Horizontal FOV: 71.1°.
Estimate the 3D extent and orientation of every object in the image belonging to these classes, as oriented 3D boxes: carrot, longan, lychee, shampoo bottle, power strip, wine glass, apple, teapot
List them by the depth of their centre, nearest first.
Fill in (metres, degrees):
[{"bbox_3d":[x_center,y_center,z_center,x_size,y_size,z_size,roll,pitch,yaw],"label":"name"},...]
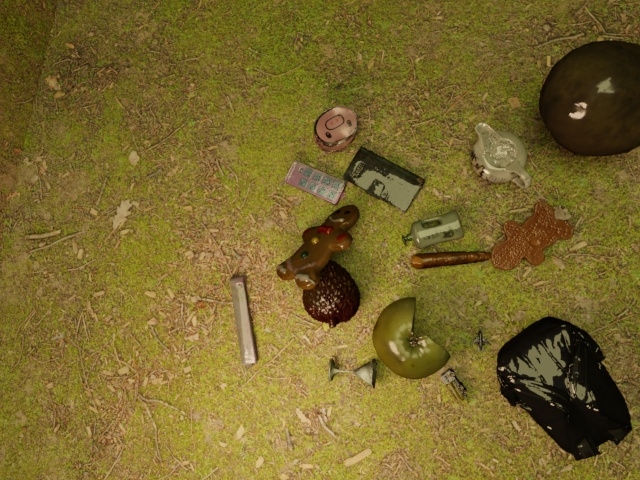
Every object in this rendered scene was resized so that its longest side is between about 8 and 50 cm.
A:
[{"bbox_3d":[0.998,-0.502,1.602,0.436,0.404,0.403,3,81,-12],"label":"longan"},{"bbox_3d":[0.315,0.374,1.662,0.234,0.258,0.295,-30,77,6],"label":"apple"},{"bbox_3d":[0.714,-0.320,1.754,0.208,0.166,0.299,-35,66,-8],"label":"teapot"},{"bbox_3d":[0.040,0.208,1.755,0.236,0.236,0.271,-14,68,8],"label":"lychee"},{"bbox_3d":[0.126,0.516,1.758,0.183,0.122,0.122,-1,81,17],"label":"wine glass"},{"bbox_3d":[0.520,0.075,1.773,0.315,0.066,0.066,-4,81,8],"label":"carrot"},{"bbox_3d":[0.441,-0.036,1.790,0.234,0.087,0.118,-16,81,8],"label":"shampoo bottle"},{"bbox_3d":[-0.020,-0.250,1.935,0.279,0.037,0.109,25,87,13],"label":"power strip"}]

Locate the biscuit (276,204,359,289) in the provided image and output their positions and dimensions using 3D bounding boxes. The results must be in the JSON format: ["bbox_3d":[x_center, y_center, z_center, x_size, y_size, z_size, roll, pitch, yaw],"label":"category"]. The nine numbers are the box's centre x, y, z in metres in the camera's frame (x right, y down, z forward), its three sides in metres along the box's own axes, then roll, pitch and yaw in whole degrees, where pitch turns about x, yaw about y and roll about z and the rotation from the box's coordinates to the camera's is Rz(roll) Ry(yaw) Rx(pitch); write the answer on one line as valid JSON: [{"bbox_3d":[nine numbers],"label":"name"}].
[{"bbox_3d":[0.000,-0.001,1.789,0.432,0.064,0.283,-50,34,-20],"label":"biscuit"}]

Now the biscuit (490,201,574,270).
[{"bbox_3d":[0.796,-0.004,1.733,0.324,0.049,0.205,-41,82,-3],"label":"biscuit"}]

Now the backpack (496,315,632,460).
[{"bbox_3d":[0.846,0.513,1.553,0.363,0.255,0.445,-40,79,9],"label":"backpack"}]

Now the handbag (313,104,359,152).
[{"bbox_3d":[0.063,-0.475,1.915,0.205,0.116,0.179,-28,78,4],"label":"handbag"}]

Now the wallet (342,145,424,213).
[{"bbox_3d":[0.262,-0.258,1.881,0.317,0.044,0.169,32,89,14],"label":"wallet"}]

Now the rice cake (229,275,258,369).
[{"bbox_3d":[-0.322,0.340,1.887,0.070,0.064,0.398,-12,79,3],"label":"rice cake"}]

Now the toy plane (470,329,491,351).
[{"bbox_3d":[0.615,0.386,1.721,0.079,0.031,0.083,-2,81,10],"label":"toy plane"}]

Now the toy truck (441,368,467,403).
[{"bbox_3d":[0.509,0.554,1.705,0.063,0.052,0.123,-36,78,10],"label":"toy truck"}]
